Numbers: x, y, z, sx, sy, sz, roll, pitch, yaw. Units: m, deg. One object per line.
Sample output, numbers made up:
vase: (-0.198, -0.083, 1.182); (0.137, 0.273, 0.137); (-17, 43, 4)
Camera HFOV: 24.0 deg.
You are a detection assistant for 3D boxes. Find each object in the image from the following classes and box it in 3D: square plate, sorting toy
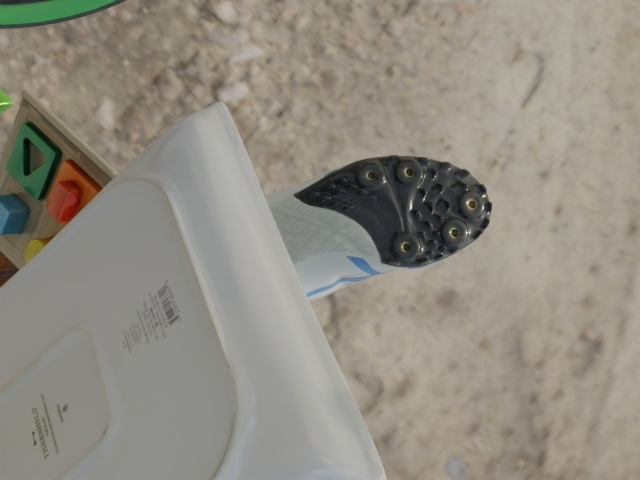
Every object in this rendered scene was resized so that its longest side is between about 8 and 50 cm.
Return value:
square plate: (-0.149, 0.115, 0.910); (0.344, 0.347, 0.049); (-42, 133, 16)
sorting toy: (-0.295, -0.033, 1.593); (0.047, 0.348, 0.196); (-13, 135, -48)

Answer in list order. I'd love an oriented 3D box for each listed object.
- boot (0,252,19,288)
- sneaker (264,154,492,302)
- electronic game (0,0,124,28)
boot: (-0.364, -0.017, 1.777); (0.096, 0.280, 0.264); (5, 78, -55)
sneaker: (0.000, 0.000, 1.037); (0.237, 0.085, 0.086); (-16, 175, 1)
electronic game: (-0.182, -0.198, 0.938); (0.229, 0.048, 0.229); (-12, 160, -5)
